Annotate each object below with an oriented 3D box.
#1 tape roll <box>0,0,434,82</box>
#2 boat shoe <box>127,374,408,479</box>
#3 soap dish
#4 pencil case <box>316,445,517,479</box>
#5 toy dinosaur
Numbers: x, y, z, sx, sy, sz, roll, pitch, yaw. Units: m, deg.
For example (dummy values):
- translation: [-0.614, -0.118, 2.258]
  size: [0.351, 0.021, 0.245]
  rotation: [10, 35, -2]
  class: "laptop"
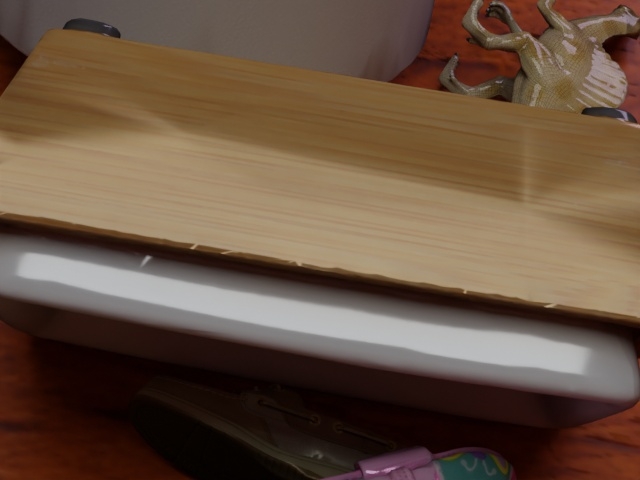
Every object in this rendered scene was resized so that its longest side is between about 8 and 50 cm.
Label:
- translation: [-0.050, -0.196, 0.943]
  size: [0.246, 0.169, 0.246]
  rotation: [6, 36, -4]
  class: "tape roll"
- translation: [-0.020, 0.091, 0.860]
  size: [0.135, 0.050, 0.045]
  rotation: [25, 52, -2]
  class: "boat shoe"
- translation: [0.000, 0.000, 0.813]
  size: [0.290, 0.229, 0.118]
  rotation: [9, 82, 0]
  class: "soap dish"
- translation: [0.062, 0.221, 0.734]
  size: [0.124, 0.124, 0.284]
  rotation: [-8, 56, -12]
  class: "pencil case"
- translation: [0.113, -0.085, 0.994]
  size: [0.092, 0.053, 0.183]
  rotation: [28, 57, 11]
  class: "toy dinosaur"
